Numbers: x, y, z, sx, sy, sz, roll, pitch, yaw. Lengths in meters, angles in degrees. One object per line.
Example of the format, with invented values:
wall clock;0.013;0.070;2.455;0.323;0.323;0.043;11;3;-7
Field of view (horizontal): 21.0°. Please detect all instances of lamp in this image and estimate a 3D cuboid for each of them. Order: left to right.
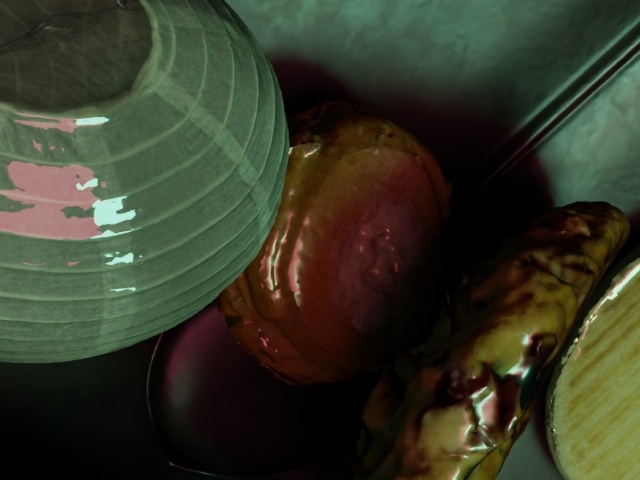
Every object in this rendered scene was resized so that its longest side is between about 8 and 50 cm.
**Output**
lamp;-0.152;-0.048;0.861;0.265;0.233;0.233;-8;117;-21

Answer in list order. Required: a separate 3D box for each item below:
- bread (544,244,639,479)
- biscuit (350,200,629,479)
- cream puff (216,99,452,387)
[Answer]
bread;0.270;0.092;1.158;0.267;0.040;0.267;-7;117;-14
biscuit;0.074;0.105;0.971;0.081;0.334;0.289;29;107;9
cream puff;0.000;0.000;0.986;0.150;0.115;0.165;28;83;-40
